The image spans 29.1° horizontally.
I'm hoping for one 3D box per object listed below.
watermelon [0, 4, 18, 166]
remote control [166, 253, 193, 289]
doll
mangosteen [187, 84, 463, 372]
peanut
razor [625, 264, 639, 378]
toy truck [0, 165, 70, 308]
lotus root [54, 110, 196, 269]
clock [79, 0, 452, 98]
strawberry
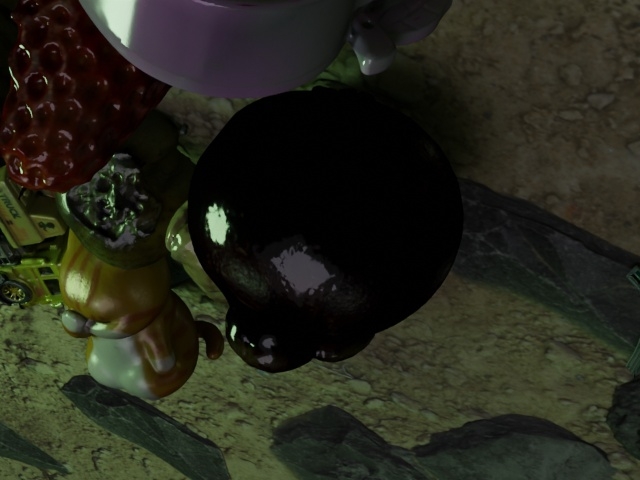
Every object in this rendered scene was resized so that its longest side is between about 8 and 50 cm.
[{"bbox_3d":[-0.414,-0.180,1.414,0.212,0.212,0.212,16,145,12],"label":"watermelon"},{"bbox_3d":[-0.188,0.013,1.686,0.098,0.038,0.233,42,142,-24],"label":"remote control"},{"bbox_3d":[-0.256,0.097,1.663,0.166,0.162,0.269,11,145,26],"label":"doll"},{"bbox_3d":[-0.008,-0.011,1.311,0.297,0.313,0.297,36,-174,-5],"label":"mangosteen"},{"bbox_3d":[-0.081,0.027,1.523,0.130,0.130,0.290,-4,163,34],"label":"peanut"},{"bbox_3d":[0.390,0.104,1.470,0.068,0.037,0.191,55,166,34],"label":"razor"},{"bbox_3d":[-0.391,-0.032,1.676,0.157,0.124,0.272,-2,135,18],"label":"toy truck"},{"bbox_3d":[-0.238,-0.060,1.493,0.183,0.078,0.203,29,104,-3],"label":"lotus root"},{"bbox_3d":[-0.047,-0.265,0.985,0.338,0.338,0.102,22,143,2],"label":"clock"},{"bbox_3d":[-0.207,-0.198,1.224,0.150,0.280,0.253,10,134,14],"label":"strawberry"}]
